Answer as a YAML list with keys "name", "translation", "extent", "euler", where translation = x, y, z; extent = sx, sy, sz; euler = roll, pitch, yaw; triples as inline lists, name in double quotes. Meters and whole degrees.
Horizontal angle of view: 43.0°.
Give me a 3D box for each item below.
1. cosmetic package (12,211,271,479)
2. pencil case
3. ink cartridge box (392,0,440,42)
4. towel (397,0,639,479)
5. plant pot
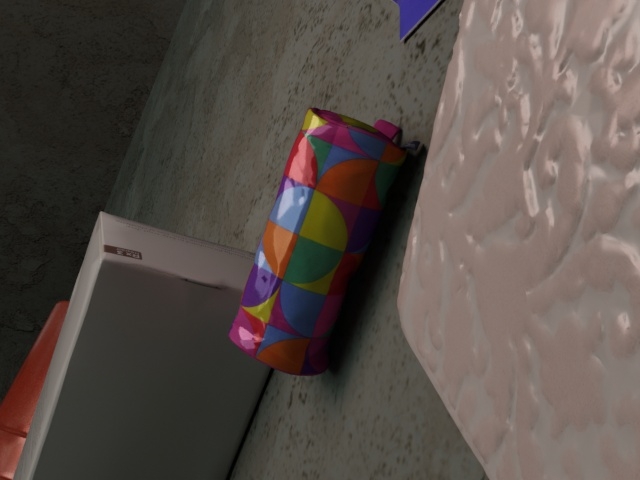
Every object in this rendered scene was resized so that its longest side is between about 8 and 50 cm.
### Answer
- name: "cosmetic package"
  translation: [-0.203, 0.185, 0.920]
  extent: [0.385, 0.217, 0.156]
  euler: [-67, 22, 12]
- name: "pencil case"
  translation: [0.000, 0.000, 0.719]
  extent: [0.236, 0.104, 0.104]
  euler: [-67, 22, 10]
- name: "ink cartridge box"
  translation: [0.114, -0.322, 0.740]
  extent: [0.206, 0.045, 0.208]
  euler: [-39, 41, 55]
- name: "towel"
  translation: [0.130, -0.030, 0.387]
  extent: [0.317, 0.053, 0.331]
  euler: [-117, 35, -59]
- name: "plant pot"
  translation: [-0.339, 0.246, 1.185]
  extent: [0.272, 0.272, 0.265]
  euler: [-26, 42, 62]
